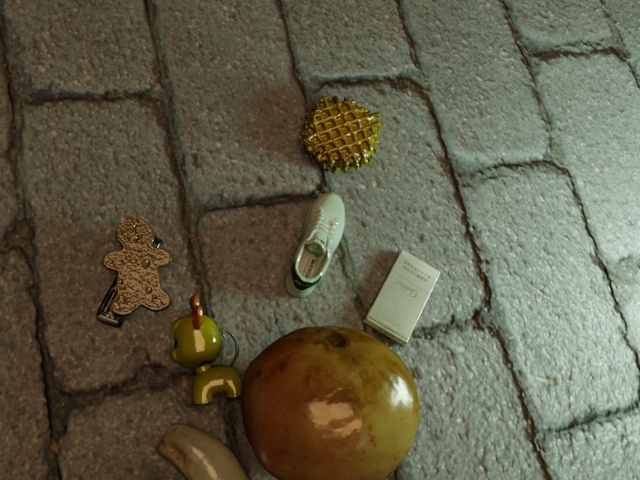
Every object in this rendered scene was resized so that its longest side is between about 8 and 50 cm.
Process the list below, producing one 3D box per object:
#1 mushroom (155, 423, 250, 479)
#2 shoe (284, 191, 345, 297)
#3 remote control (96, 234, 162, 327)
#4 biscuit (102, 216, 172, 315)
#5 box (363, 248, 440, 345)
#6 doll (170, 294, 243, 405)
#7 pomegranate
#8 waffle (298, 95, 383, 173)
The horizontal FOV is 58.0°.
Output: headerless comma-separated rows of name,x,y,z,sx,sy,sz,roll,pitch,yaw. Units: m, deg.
mushroom,-0.182,0.497,1.096,0.123,0.095,0.351,-35,81,-3
shoe,0.000,0.000,1.284,0.095,0.110,0.264,21,72,-5
remote control,-0.399,0.078,1.209,0.059,0.028,0.212,22,70,-4
biscuit,-0.376,0.051,1.191,0.138,0.031,0.204,-6,77,-22
box,0.189,0.128,1.329,0.109,0.029,0.198,31,68,-2
doll,-0.230,0.216,1.153,0.136,0.143,0.220,-12,83,-14
pomegranate,0.012,0.328,1.090,0.339,0.338,0.337,4,72,-12
waffle,0.045,-0.256,1.397,0.197,0.070,0.192,12,71,-6
